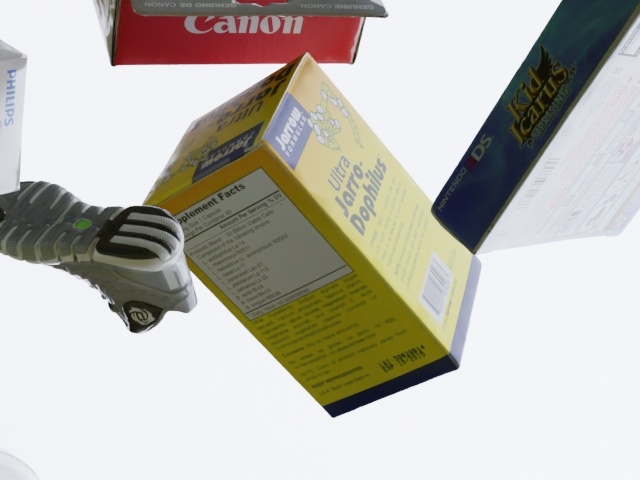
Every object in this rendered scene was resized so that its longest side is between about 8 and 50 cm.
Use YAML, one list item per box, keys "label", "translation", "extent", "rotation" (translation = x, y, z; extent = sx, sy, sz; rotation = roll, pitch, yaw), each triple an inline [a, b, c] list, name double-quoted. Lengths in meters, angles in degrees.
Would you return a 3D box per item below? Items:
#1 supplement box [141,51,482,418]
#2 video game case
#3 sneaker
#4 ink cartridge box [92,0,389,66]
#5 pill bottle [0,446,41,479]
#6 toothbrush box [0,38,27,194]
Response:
- label: "supplement box"
  translation: [0.000, 0.000, 1.402]
  extent: [0.194, 0.356, 0.195]
  rotation: [-26, -153, 33]
- label: "video game case"
  translation: [0.237, -0.116, 0.954]
  extent: [0.061, 0.244, 0.269]
  rotation: [47, -59, 29]
- label: "sneaker"
  translation: [-0.206, 0.027, 1.081]
  extent: [0.229, 0.132, 0.086]
  rotation: [13, -130, 32]
- label: "ink cartridge box"
  translation: [-0.108, -0.298, 1.454]
  extent: [0.271, 0.310, 0.130]
  rotation: [-112, -154, -42]
- label: "pill bottle"
  translation: [-0.445, 0.379, 1.550]
  extent: [0.361, 0.204, 0.204]
  rotation: [-174, -89, -74]
- label: "toothbrush box"
  translation: [-0.392, -0.101, 0.880]
  extent: [0.206, 0.283, 0.122]
  rotation: [31, -56, 34]
